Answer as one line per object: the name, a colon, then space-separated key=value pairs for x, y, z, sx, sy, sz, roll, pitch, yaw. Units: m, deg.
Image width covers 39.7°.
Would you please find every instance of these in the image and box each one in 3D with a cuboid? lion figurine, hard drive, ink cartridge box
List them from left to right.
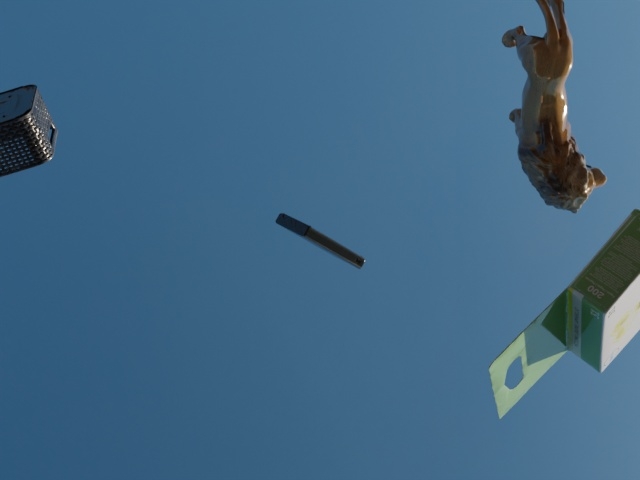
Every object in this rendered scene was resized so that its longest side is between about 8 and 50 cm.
hard drive: x=0.000 y=0.000 z=1.463 sx=0.135 sy=0.094 sz=0.022 roll=30 pitch=-92 yaw=-36
lion figurine: x=0.399 y=-0.254 z=1.562 sx=0.142 sy=0.392 sz=0.240 roll=-14 pitch=-146 yaw=11
ink cartridge box: x=0.283 y=0.097 z=0.954 sx=0.056 sy=0.171 sz=0.235 roll=37 pitch=-104 yaw=30

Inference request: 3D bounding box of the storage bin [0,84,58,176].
storage bin: x=-0.504 y=-0.157 z=1.348 sx=0.180 sy=0.084 sz=0.122 roll=-18 pitch=-145 yaw=0
